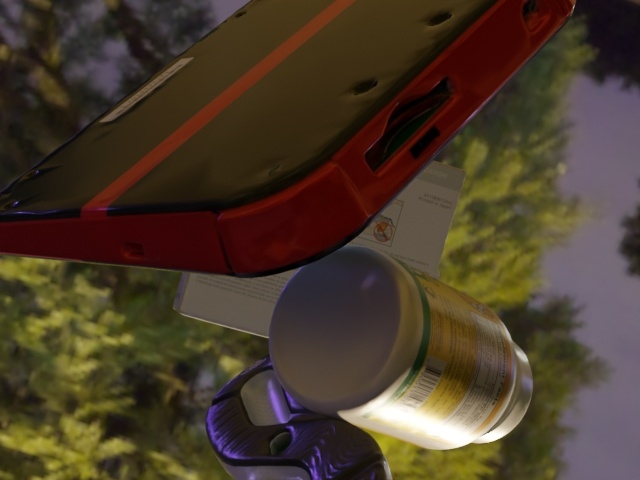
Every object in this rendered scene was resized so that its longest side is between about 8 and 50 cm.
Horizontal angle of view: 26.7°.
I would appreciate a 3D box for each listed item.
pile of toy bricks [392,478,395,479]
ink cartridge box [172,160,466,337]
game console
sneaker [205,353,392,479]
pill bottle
[{"bbox_3d":[0.016,0.369,1.596,0.105,0.212,0.118,25,165,32],"label":"pile of toy bricks"},{"bbox_3d":[0.000,0.000,1.497,0.275,0.239,0.060,16,178,-13],"label":"ink cartridge box"},{"bbox_3d":[-0.028,-0.101,0.993,0.342,0.060,0.386,-1,-147,44],"label":"game console"},{"bbox_3d":[0.036,0.284,1.137,0.257,0.169,0.447,55,-173,-22],"label":"sneaker"},{"bbox_3d":[0.067,0.084,0.961,0.117,0.118,0.208,35,-174,39],"label":"pill bottle"}]
